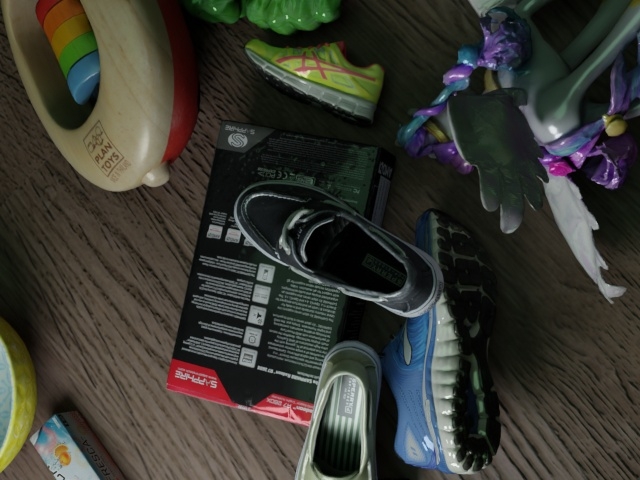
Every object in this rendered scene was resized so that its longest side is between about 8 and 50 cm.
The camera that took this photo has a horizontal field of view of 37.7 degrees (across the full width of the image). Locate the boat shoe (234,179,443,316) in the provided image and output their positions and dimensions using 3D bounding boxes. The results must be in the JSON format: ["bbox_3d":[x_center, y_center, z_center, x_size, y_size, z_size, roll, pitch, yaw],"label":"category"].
[{"bbox_3d":[0.000,0.000,1.104,0.301,0.102,0.108,30,94,31],"label":"boat shoe"}]

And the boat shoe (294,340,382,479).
[{"bbox_3d":[0.016,0.271,1.117,0.109,0.094,0.302,6,103,12],"label":"boat shoe"}]

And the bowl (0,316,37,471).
[{"bbox_3d":[-0.514,0.222,1.352,0.289,0.156,0.290,-1,85,18],"label":"bowl"}]

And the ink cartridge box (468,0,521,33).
[{"bbox_3d":[0.219,-0.399,1.182,0.158,0.092,0.218,-34,74,14],"label":"ink cartridge box"}]

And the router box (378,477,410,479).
[{"bbox_3d":[0.052,0.398,1.201,0.133,0.046,0.179,-4,84,19],"label":"router box"}]

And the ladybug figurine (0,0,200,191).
[{"bbox_3d":[-0.293,-0.273,1.284,0.305,0.162,0.449,-35,75,46],"label":"ladybug figurine"}]

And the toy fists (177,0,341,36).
[{"bbox_3d":[-0.091,-0.358,1.287,0.279,0.096,0.142,15,83,21],"label":"toy fists"}]

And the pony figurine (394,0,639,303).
[{"bbox_3d":[0.270,-0.144,1.079,0.363,0.303,0.351,-38,43,16],"label":"pony figurine"}]

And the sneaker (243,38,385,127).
[{"bbox_3d":[-0.005,-0.232,1.260,0.208,0.081,0.094,27,87,12],"label":"sneaker"}]

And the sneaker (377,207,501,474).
[{"bbox_3d":[0.127,0.117,1.146,0.147,0.129,0.330,-15,63,40],"label":"sneaker"}]

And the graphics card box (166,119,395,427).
[{"bbox_3d":[-0.053,0.040,1.241,0.232,0.094,0.371,11,90,20],"label":"graphics card box"}]

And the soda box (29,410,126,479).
[{"bbox_3d":[-0.330,0.332,1.328,0.058,0.063,0.183,-43,74,10],"label":"soda box"}]
